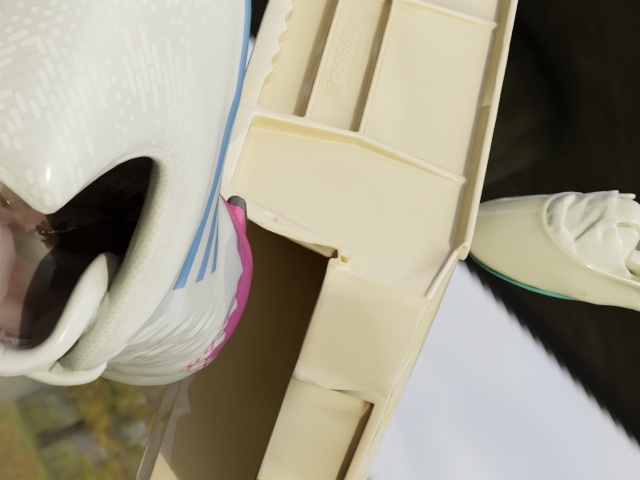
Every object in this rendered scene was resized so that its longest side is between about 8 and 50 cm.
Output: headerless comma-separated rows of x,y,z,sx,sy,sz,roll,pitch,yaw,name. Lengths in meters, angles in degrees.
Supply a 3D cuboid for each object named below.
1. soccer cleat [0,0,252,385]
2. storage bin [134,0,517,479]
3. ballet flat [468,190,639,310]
-0.090,-0.002,0.621,0.116,0.143,0.331,18,-27,5,soccer cleat
0.000,0.000,0.967,0.262,0.123,0.260,109,-2,-48,storage bin
0.222,0.007,1.254,0.086,0.248,0.086,-163,-90,-80,ballet flat
